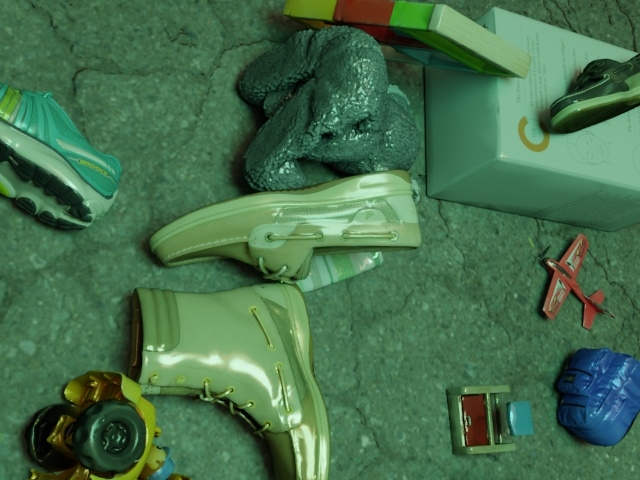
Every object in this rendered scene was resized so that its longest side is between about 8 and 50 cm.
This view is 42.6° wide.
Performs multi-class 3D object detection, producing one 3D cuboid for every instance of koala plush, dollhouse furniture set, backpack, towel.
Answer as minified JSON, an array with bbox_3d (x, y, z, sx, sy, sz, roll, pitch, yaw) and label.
[{"bbox_3d":[0.044,-0.140,1.008,0.221,0.203,0.196,27,47,-41],"label":"koala plush"},{"bbox_3d":[0.204,0.266,0.989,0.128,0.129,0.184,3,75,-26],"label":"dollhouse furniture set"},{"bbox_3d":[0.375,0.211,1.114,0.101,0.098,0.120,33,76,-4],"label":"backpack"},{"bbox_3d":[0.000,0.000,1.027,0.152,0.023,0.113,-19,83,-30],"label":"towel"}]

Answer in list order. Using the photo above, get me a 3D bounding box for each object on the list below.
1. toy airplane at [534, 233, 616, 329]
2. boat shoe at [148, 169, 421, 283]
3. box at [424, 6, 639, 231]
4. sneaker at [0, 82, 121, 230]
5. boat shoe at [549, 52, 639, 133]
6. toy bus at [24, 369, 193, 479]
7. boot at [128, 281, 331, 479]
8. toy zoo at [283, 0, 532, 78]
[{"bbox_3d":[0.368,0.066,1.189,0.151,0.028,0.151,7,74,-24],"label":"toy airplane"},{"bbox_3d":[-0.038,-0.002,0.916,0.302,0.109,0.098,-11,84,-4],"label":"boat shoe"},{"bbox_3d":[0.336,-0.156,1.158,0.345,0.168,0.215,9,71,-25],"label":"box"},{"bbox_3d":[-0.334,-0.122,0.869,0.275,0.107,0.110,41,42,-16],"label":"sneaker"},{"bbox_3d":[0.358,-0.193,1.042,0.223,0.080,0.073,-19,79,-35],"label":"boat shoe"},{"bbox_3d":[-0.191,0.264,0.795,0.211,0.149,0.220,34,59,-29],"label":"toy bus"},{"bbox_3d":[-0.101,0.169,0.880,0.203,0.095,0.262,1,68,-28],"label":"boot"},{"bbox_3d":[0.088,-0.255,1.016,0.192,0.293,0.030,11,96,-47],"label":"toy zoo"}]
